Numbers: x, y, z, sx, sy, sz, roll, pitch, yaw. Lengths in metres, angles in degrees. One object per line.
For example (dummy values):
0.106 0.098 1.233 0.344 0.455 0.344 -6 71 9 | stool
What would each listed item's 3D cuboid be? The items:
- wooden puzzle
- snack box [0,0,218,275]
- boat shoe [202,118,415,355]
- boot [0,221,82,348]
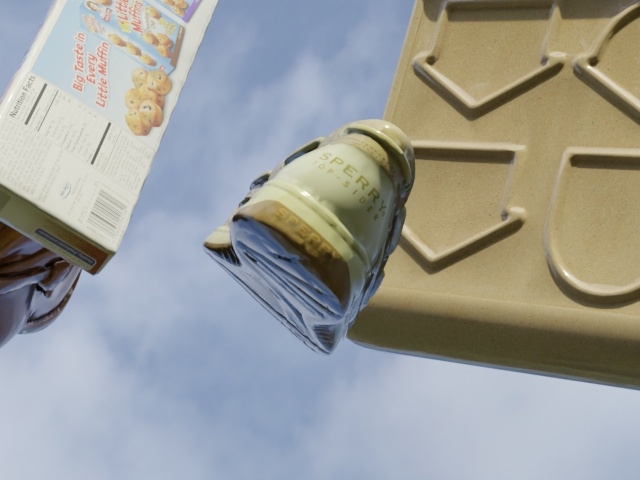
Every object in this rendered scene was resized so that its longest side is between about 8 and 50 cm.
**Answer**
0.186 -0.069 1.141 0.322 0.080 0.348 5 -102 39 | wooden puzzle
-0.091 -0.068 0.633 0.064 0.178 0.022 32 -46 -16 | snack box
0.000 0.000 0.884 0.104 0.285 0.089 41 -101 -4 | boat shoe
-0.194 -0.024 1.024 0.109 0.283 0.220 40 -52 -1 | boot
